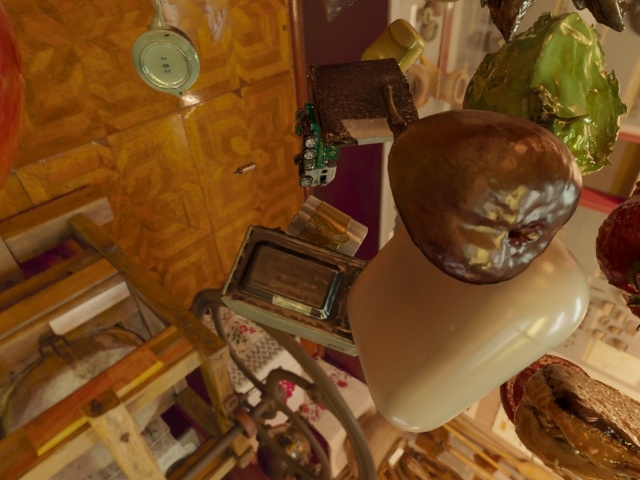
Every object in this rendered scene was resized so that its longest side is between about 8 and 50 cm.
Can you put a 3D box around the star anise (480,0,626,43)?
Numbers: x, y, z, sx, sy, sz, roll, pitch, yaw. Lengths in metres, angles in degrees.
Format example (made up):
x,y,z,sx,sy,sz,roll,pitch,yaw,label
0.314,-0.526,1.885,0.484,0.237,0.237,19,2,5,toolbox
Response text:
x,y,z,sx,sy,sz,roll,pitch,yaw,label
0.215,-0.339,0.357,0.331,0.118,0.332,-4,120,-6,star anise

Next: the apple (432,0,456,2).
x,y,z,sx,sy,sz,roll,pitch,yaw,label
0.243,-0.584,0.844,0.211,0.210,0.188,17,84,-55,apple

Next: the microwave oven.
x,y,z,sx,sy,sz,roll,pitch,yaw,label
-0.032,0.125,1.082,0.286,0.354,0.219,97,13,-71,microwave oven

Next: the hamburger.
x,y,z,sx,sy,sz,roll,pitch,yaw,label
0.495,0.353,0.741,0.174,0.304,0.284,-65,154,4,hamburger

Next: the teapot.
x,y,z,sx,sy,sz,roll,pitch,yaw,label
-0.385,-0.471,1.093,0.159,0.159,0.232,-39,148,-30,teapot

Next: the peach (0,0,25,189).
x,y,z,sx,sy,sz,roll,pitch,yaw,label
-0.378,-0.102,0.227,0.388,0.388,0.389,-31,135,-37,peach

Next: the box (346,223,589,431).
x,y,z,sx,sy,sz,roll,pitch,yaw,label
0.182,0.086,0.635,0.141,0.289,0.349,22,122,-28,box

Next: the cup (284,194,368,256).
x,y,z,sx,sy,sz,roll,pitch,yaw,label
0.000,0.000,1.356,0.241,0.226,0.185,-53,-175,4,cup

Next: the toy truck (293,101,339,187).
x,y,z,sx,sy,sz,roll,pitch,yaw,label
-0.002,-0.233,1.082,0.116,0.110,0.216,-6,144,-11,toy truck

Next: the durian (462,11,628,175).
x,y,z,sx,sy,sz,roll,pitch,yaw,label
0.369,-0.236,0.746,0.204,0.339,0.256,13,95,-12,durian

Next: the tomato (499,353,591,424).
x,y,z,sx,sy,sz,roll,pitch,yaw,label
0.574,0.406,1.111,0.140,0.232,0.201,86,10,-59,tomato

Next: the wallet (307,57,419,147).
x,y,z,sx,sy,sz,roll,pitch,yaw,label
0.093,-0.310,0.963,0.220,0.263,0.071,-6,145,-9,wallet

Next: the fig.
x,y,z,sx,sy,sz,roll,pitch,yaw,label
0.135,-0.087,0.471,0.145,0.274,0.170,-7,139,-37,fig

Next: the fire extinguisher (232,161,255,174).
x,y,z,sx,sy,sz,roll,pitch,yaw,label
-0.227,-0.211,1.276,0.083,0.028,0.023,-41,114,-54,fire extinguisher

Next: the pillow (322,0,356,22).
x,y,z,sx,sy,sz,roll,pitch,yaw,label
0.019,-0.494,0.749,0.043,0.118,0.185,-51,123,-40,pillow

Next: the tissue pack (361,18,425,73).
x,y,z,sx,sy,sz,roll,pitch,yaw,label
0.219,-0.558,1.288,0.178,0.123,0.127,-39,170,25,tissue pack

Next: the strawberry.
x,y,z,sx,sy,sz,roll,pitch,yaw,label
0.560,-0.003,0.649,0.257,0.257,0.277,75,30,-45,strawberry
